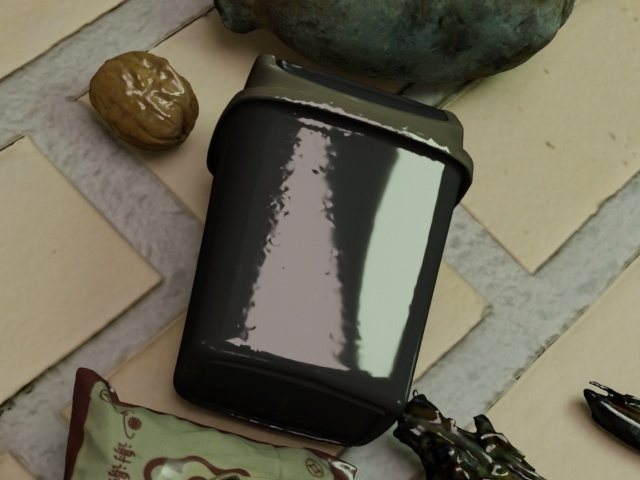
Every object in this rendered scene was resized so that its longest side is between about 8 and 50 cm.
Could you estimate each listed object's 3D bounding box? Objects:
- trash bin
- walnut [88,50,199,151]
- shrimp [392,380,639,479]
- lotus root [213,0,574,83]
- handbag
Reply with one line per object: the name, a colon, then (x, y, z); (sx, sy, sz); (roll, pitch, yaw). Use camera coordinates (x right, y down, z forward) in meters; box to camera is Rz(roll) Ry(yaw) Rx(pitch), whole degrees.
trash bin: (0.000, 0.000, 1.140); (0.209, 0.182, 0.290); (17, 64, -10)
walnut: (-0.150, -0.121, 1.216); (0.096, 0.082, 0.079); (44, 31, 10)
shrimp: (0.235, 0.207, 1.171); (0.365, 0.071, 0.233); (32, 48, 2)
lotus root: (0.076, -0.228, 1.292); (0.349, 0.175, 0.175); (-4, 64, -16)
handbag: (-0.091, 0.217, 1.019); (0.235, 0.127, 0.213); (17, 57, -11)
